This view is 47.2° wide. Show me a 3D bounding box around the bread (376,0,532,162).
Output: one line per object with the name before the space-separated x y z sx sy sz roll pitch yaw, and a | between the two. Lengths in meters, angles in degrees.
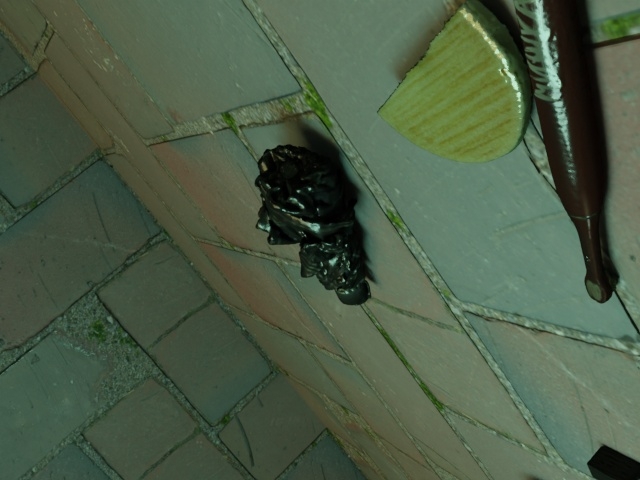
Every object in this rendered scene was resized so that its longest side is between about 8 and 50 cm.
bread | 0.125 -0.118 0.618 0.112 0.036 0.193 43 160 0

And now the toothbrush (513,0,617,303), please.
toothbrush | 0.192 -0.068 0.554 0.041 0.041 0.364 30 156 46

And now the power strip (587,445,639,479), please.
power strip | 0.380 0.290 0.893 0.111 0.038 0.029 18 145 57

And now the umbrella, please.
umbrella | -0.010 -0.006 1.059 0.154 0.128 0.336 38 164 24
